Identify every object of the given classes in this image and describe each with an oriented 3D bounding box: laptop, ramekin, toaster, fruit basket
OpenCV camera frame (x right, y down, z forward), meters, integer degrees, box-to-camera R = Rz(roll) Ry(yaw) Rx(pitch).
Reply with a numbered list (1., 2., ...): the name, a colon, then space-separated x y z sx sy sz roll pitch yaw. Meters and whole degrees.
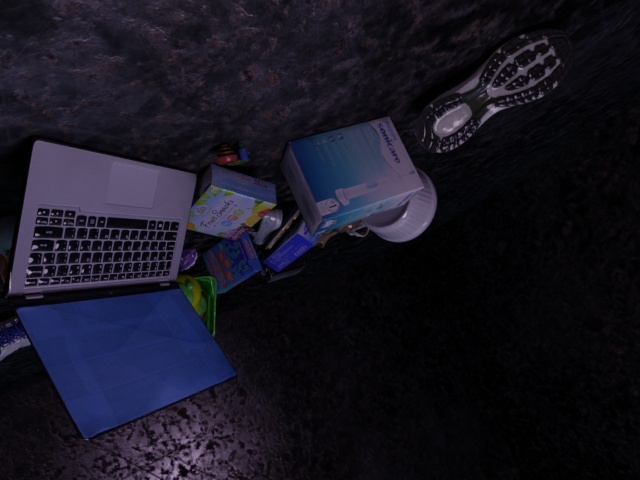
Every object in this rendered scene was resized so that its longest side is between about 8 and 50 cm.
1. laptop: -0.312 0.065 0.859 0.237 0.407 0.382 15 -175 24
2. ramekin: 0.241 -0.134 1.570 0.273 0.272 0.127 -31 155 31
3. toaster: -0.160 0.063 1.883 0.186 0.167 0.110 -16 169 -28
4. fruit basket: -0.502 0.230 1.532 0.393 0.282 0.392 3 -174 0

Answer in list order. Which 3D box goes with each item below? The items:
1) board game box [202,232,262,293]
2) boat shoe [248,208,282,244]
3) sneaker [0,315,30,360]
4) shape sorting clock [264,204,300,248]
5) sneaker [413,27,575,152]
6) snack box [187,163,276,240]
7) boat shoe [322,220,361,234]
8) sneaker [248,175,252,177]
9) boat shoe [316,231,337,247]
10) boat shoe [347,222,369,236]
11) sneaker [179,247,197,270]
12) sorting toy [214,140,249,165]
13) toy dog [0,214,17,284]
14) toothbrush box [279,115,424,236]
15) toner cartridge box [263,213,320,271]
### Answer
1. board game box: -0.312 0.074 1.637 0.210 0.160 0.047 -32 165 34
2. boat shoe: -0.199 -0.051 1.546 0.081 0.079 0.227 9 156 -24
3. sneaker: -0.910 0.264 1.448 0.182 0.127 0.316 -35 171 31
4. shape sorting clock: -0.117 -0.047 1.591 0.206 0.040 0.206 -52 -173 9
5. sneaker: 0.418 -0.389 1.182 0.411 0.158 0.182 -30 -162 19
6. snack box: -0.236 -0.087 1.152 0.175 0.070 0.207 15 145 -35
7. boat shoe: 0.053 -0.096 1.736 0.122 0.110 0.341 -32 -172 -14
8. sneaker: -0.209 -0.129 1.232 0.120 0.047 0.057 -27 180 20
9. boat shoe: 0.000 0.000 2.138 0.190 0.072 0.068 -20 168 -19
10. boat shoe: 0.178 -0.059 2.167 0.098 0.096 0.277 -22 169 -11
11. sneaker: -0.484 0.069 1.515 0.170 0.068 0.071 -22 163 -7
12. sorting toy: -0.189 -0.189 1.014 0.061 0.042 0.102 -11 -176 17
13. toy dog: -0.707 0.088 0.907 0.334 0.160 0.220 -31 167 31
14. toothbrush box: 0.078 -0.166 1.190 0.296 0.216 0.126 -21 169 -21
15. toner cartridge box: -0.085 -0.012 1.667 0.348 0.075 0.165 -37 -158 58
